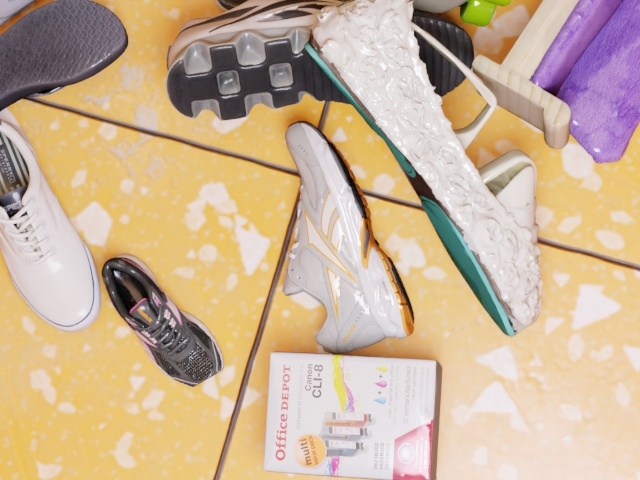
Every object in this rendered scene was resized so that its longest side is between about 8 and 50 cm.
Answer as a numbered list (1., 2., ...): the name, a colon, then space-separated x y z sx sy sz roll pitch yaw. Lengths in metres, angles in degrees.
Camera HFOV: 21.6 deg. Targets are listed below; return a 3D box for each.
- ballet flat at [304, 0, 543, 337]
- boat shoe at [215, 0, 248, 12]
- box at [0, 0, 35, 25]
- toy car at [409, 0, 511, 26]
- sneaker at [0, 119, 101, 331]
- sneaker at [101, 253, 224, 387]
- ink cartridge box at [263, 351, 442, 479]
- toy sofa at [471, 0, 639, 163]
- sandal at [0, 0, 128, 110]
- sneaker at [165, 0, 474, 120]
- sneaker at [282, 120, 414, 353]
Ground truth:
1. ballet flat: 0.142 -0.084 1.714 0.147 0.147 0.409 -35 107 2
2. boat shoe: -0.079 -0.367 1.864 0.084 0.079 0.233 13 87 6
3. box: -0.359 -0.412 1.879 0.231 0.127 0.262 -33 80 4
4. toy car: 0.131 -0.340 1.740 0.155 0.149 0.188 15 78 -9
5. sneaker: -0.325 -0.017 1.844 0.094 0.091 0.258 -29 81 3
6. sneaker: -0.183 0.089 1.823 0.178 0.077 0.072 44 91 9
7. ink cartridge box: 0.035 0.185 1.760 0.176 0.127 0.128 2 84 8
8. toy sofa: 0.325 -0.269 1.768 0.177 0.150 0.362 33 88 10
9. sandal: -0.332 -0.198 1.893 0.254 0.054 0.097 -21 74 14
10. sneaker: -0.002 -0.219 1.812 0.330 0.146 0.122 -2 126 -3
11. sneaker: 0.000 0.000 1.805 0.121 0.099 0.262 -24 80 8
